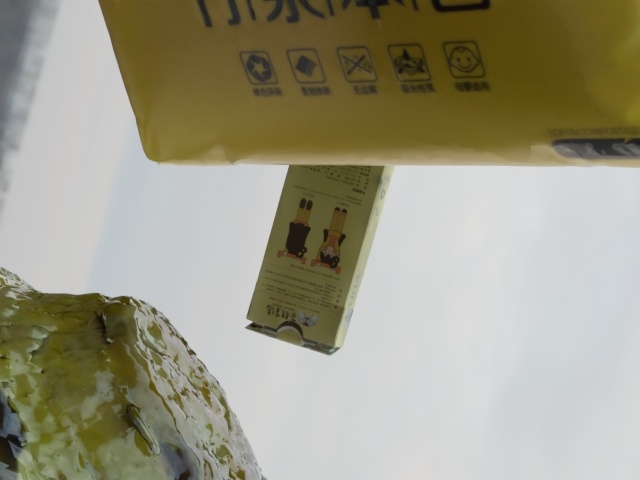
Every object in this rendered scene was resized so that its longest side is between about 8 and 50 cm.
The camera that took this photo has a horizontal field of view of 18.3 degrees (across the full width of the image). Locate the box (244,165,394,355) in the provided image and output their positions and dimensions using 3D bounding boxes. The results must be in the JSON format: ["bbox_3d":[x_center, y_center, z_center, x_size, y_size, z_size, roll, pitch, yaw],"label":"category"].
[{"bbox_3d":[0.000,0.000,1.374,0.020,0.073,0.149,15,92,-67],"label":"box"}]

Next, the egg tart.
[{"bbox_3d":[-0.101,0.101,0.966,0.106,0.241,0.241,-32,-158,12],"label":"egg tart"}]

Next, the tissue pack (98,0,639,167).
[{"bbox_3d":[0.056,-0.201,1.127,0.228,0.382,0.293,-40,122,-44],"label":"tissue pack"}]
